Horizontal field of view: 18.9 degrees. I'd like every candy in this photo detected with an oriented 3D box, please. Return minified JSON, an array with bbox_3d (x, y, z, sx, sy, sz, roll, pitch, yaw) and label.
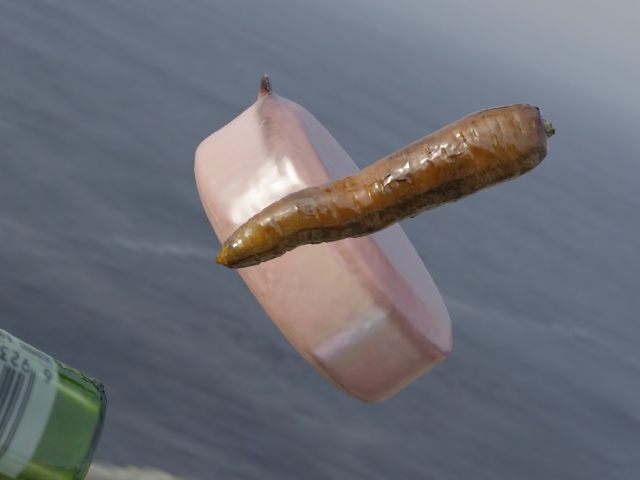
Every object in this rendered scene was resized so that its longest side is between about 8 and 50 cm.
[{"bbox_3d":[0.000,0.000,1.453,0.255,0.094,0.255,53,9,-13],"label":"candy"}]

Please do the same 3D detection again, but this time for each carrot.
[{"bbox_3d":[0.029,-0.022,0.871,0.035,0.165,0.035,-23,90,-84],"label":"carrot"}]

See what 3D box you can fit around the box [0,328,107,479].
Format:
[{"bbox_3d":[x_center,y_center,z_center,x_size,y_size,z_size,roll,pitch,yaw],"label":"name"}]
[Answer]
[{"bbox_3d":[-0.278,0.046,0.999,0.134,0.097,0.345,-6,-31,45],"label":"box"}]
